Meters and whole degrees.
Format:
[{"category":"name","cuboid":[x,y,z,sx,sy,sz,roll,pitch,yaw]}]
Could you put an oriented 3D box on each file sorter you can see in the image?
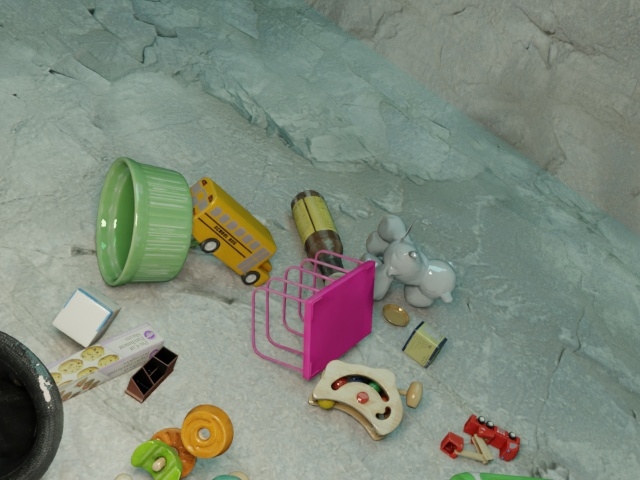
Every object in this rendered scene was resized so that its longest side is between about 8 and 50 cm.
[{"category":"file sorter","cuboid":[-0.018,0.166,2.010,0.182,0.202,0.290,16,26,30]}]

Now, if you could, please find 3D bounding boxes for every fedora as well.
[{"category":"fedora","cuboid":[-0.596,0.304,1.483,0.334,0.334,0.152,33,1,11]}]

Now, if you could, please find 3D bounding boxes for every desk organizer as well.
[{"category":"desk organizer","cuboid":[-0.364,0.288,1.777,0.047,0.050,0.130,31,35,8]}]

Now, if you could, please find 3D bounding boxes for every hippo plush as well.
[{"category":"hippo plush","cuboid":[0.268,0.062,2.309,0.236,0.294,0.234,23,48,-22]}]

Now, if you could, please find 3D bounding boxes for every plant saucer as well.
[{"category":"plant saucer","cuboid":[0.208,0.211,2.281,0.083,0.015,0.083,17,36,-13]}]

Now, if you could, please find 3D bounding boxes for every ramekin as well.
[{"category":"ramekin","cuboid":[-0.419,-0.040,1.954,0.148,0.303,0.303,5,40,-31]}]

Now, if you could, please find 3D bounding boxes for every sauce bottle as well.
[{"category":"sauce bottle","cuboid":[0.000,0.000,2.345,0.111,0.111,0.344,8,39,-24]}]

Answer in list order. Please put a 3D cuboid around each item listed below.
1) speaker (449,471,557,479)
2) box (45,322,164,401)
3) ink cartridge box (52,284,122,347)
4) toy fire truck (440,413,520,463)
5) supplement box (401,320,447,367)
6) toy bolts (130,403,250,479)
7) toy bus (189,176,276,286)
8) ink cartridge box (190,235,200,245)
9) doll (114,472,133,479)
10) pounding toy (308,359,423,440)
[{"category":"speaker","cuboid":[0.431,0.589,1.830,0.296,0.131,0.131,12,37,-21]},{"category":"box","cuboid":[-0.476,0.264,1.725,0.067,0.063,0.324,42,38,22]},{"category":"ink cartridge box","cuboid":[-0.500,0.161,1.776,0.090,0.092,0.143,35,0,-2]},{"category":"toy fire truck","cuboid":[0.393,0.496,1.997,0.192,0.047,0.135,27,35,0]},{"category":"supplement box","cuboid":[0.276,0.276,2.178,0.083,0.083,0.056,36,36,16]},{"category":"toy bolts","cuboid":[-0.208,0.426,1.587,0.228,0.218,0.158,48,12,6]},{"category":"toy bus","cuboid":[-0.223,-0.014,2.071,0.332,0.130,0.108,43,14,-46]},{"category":"ink cartridge box","cuboid":[-0.385,-0.035,2.180,0.109,0.062,0.209,0,42,-33]},{"category":"doll","cuboid":[-0.314,0.505,1.527,0.189,0.046,0.129,38,27,14]},{"category":"pounding toy","cuboid":[0.104,0.389,1.933,0.269,0.155,0.154,11,64,-5]}]
